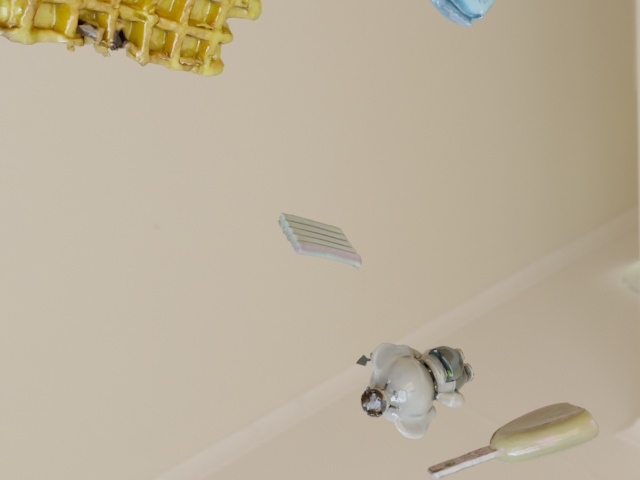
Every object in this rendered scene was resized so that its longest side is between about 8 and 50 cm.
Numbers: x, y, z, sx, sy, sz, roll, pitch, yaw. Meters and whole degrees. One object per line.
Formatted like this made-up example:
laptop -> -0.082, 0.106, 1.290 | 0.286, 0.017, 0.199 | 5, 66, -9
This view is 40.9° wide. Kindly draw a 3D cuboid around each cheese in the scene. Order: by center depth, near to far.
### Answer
cheese -> 0.212, 0.231, 0.965 | 0.192, 0.037, 0.097 | -18, -179, -9

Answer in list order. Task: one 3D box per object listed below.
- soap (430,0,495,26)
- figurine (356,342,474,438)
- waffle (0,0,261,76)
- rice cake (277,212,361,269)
soap -> 0.201, -0.392, 1.005 | 0.293, 0.156, 0.077 | -50, -149, -7
figurine -> 0.136, 0.212, 1.261 | 0.192, 0.147, 0.126 | -13, 161, -36
waffle -> -0.182, -0.259, 0.790 | 0.283, 0.309, 0.065 | -40, -132, -15
rice cake -> 0.000, 0.000, 2.120 | 0.198, 0.037, 0.189 | 18, -158, -28
